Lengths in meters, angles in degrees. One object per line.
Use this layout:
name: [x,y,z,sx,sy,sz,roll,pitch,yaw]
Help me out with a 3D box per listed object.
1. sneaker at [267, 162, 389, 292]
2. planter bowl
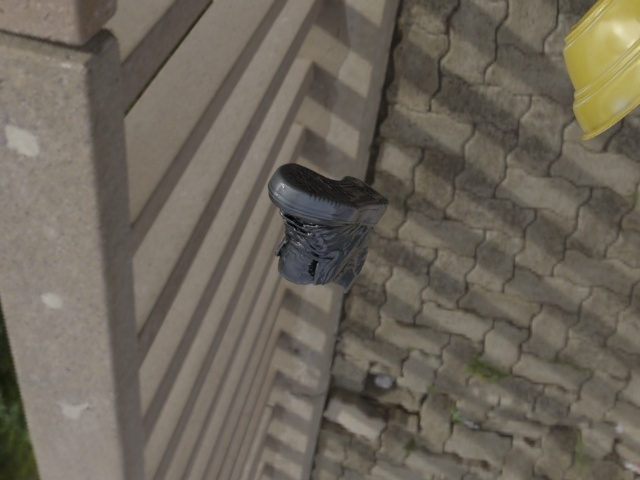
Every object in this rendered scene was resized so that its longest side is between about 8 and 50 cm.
sneaker: [-0.002,-0.002,0.596,0.051,0.170,0.089,40,107,20]
planter bowl: [0.313,-0.210,0.850,0.090,0.217,0.217,42,129,0]
